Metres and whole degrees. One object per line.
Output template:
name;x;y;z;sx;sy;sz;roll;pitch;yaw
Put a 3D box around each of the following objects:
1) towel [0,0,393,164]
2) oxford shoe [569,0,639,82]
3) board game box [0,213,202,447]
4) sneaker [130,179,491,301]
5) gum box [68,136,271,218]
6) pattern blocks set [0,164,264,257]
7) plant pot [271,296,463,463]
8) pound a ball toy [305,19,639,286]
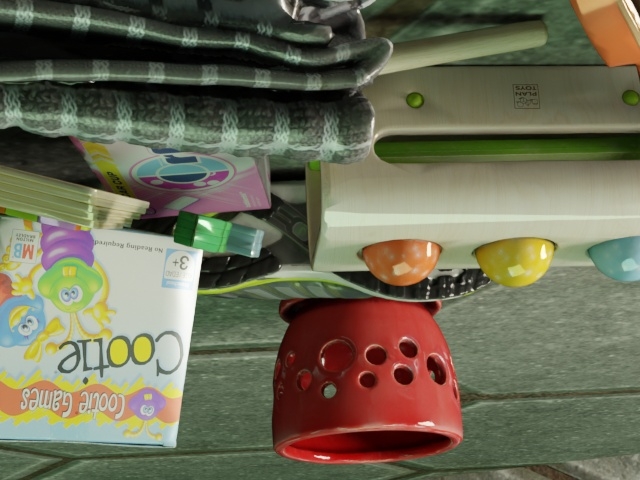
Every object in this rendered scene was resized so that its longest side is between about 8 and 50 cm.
towel;-0.112;-0.090;0.522;0.235;0.121;0.284;4;-170;-14
oxford shoe;0.219;-0.116;0.694;0.098;0.096;0.271;-19;156;26
board game box;-0.210;0.050;0.911;0.144;0.142;0.275;8;-179;-29
sneaker;0.000;0.000;1.025;0.300;0.111;0.121;4;171;-2
gum box;-0.096;-0.075;0.816;0.107;0.062;0.188;-4;162;3
pattern blocks set;-0.198;-0.034;0.706;0.325;0.026;0.285;13;180;12
plant pot;0.044;0.127;1.266;0.191;0.174;0.191;-2;162;-1
pound a ball toy;0.109;-0.046;0.820;0.319;0.135;0.208;-1;162;-6
